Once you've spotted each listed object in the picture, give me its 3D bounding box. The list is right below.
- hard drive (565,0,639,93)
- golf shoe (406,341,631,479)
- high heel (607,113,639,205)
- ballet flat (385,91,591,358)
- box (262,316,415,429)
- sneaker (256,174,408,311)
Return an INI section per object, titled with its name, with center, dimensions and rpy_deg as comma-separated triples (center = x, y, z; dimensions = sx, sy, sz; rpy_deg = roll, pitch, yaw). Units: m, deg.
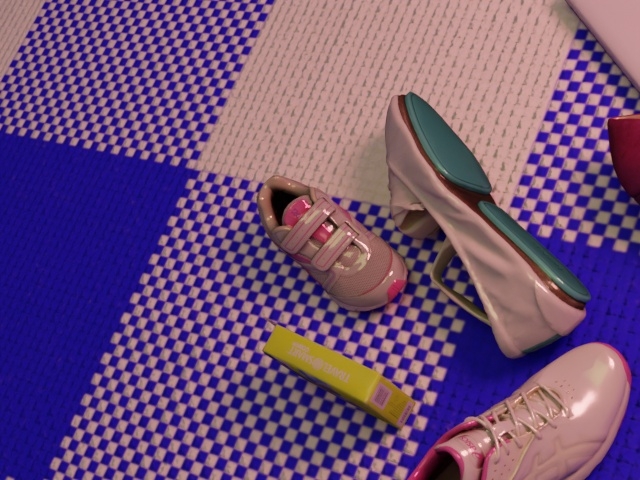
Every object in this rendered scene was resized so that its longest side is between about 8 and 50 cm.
[hard drive]
center = 0.458, -0.262, 1.292
dimensions = 0.210, 0.040, 0.318
rpy_deg = -32, 53, 9
[golf shoe]
center = 0.199, 0.215, 1.107
dimensions = 0.306, 0.140, 0.115
rpy_deg = -46, 51, -3
[high heel]
center = 0.448, -0.140, 1.076
dimensions = 0.377, 0.127, 0.181
rpy_deg = -40, 67, 41
[ballet flat]
center = 0.159, -0.021, 1.278
dimensions = 0.139, 0.139, 0.400
rpy_deg = -37, 53, 5
[box]
center = 0.014, 0.155, 1.258
dimensions = 0.178, 0.109, 0.042
rpy_deg = 23, 78, 36
[sneaker]
center = 0.000, 0.000, 1.350
dimensions = 0.252, 0.111, 0.103
rpy_deg = 32, 82, 37
